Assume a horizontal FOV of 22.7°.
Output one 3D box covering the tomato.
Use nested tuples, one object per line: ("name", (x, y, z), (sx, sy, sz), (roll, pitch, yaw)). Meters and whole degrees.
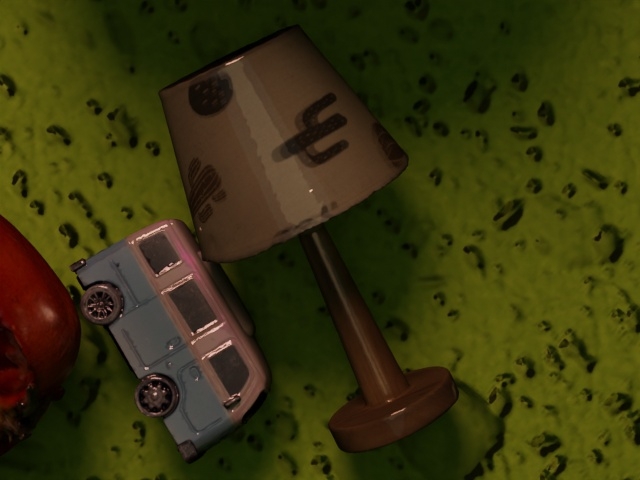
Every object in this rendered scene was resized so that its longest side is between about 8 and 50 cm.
("tomato", (-0.180, 0.034, 0.839), (0.139, 0.159, 0.091), (39, 51, 8))

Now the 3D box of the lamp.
("lamp", (0.000, 0.000, 0.827), (0.121, 0.121, 0.214), (-25, 98, 3))

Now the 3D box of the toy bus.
("toy bus", (-0.075, 0.052, 0.859), (0.075, 0.060, 0.123), (-31, 86, -1))
